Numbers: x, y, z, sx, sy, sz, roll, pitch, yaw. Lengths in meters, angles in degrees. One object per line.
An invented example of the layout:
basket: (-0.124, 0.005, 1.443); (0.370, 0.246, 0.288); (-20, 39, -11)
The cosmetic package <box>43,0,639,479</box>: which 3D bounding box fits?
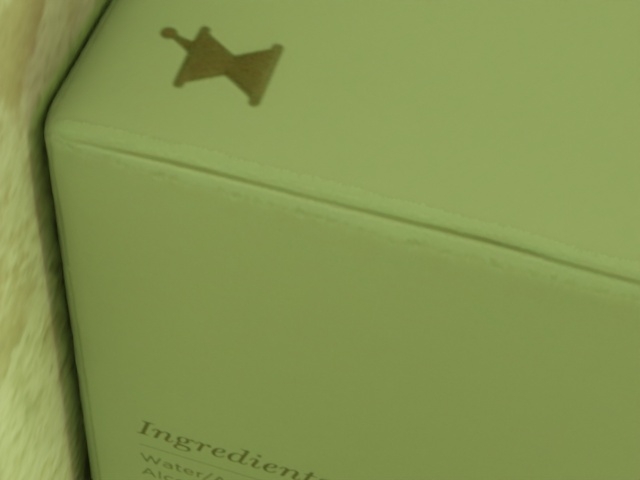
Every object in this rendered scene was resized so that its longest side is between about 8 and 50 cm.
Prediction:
cosmetic package: (0.087, 0.001, 0.653); (0.393, 0.328, 0.329); (96, 11, -52)
